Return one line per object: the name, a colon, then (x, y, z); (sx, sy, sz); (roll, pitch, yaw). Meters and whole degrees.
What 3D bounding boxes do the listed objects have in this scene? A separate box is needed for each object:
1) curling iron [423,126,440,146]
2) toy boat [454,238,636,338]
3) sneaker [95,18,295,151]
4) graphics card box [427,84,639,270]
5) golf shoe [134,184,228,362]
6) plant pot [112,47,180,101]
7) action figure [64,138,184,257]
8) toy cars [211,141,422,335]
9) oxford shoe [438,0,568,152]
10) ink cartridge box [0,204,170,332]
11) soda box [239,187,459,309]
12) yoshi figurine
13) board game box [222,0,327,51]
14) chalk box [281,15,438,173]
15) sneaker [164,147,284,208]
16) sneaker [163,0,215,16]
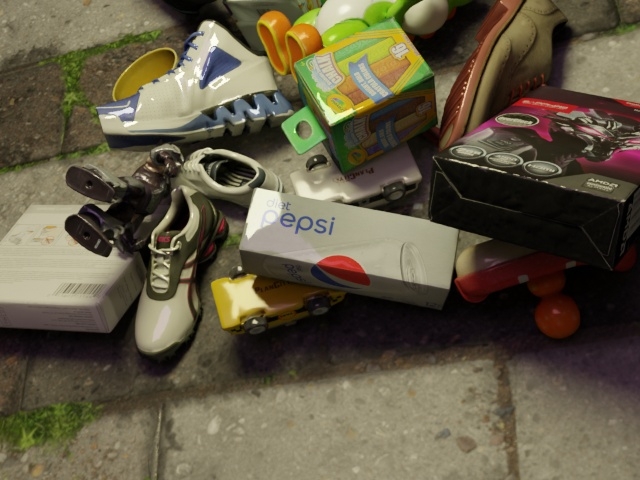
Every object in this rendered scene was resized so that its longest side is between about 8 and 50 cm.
curling iron: (0.188, -0.153, 1.384); (0.035, 0.068, 0.274); (-40, 58, -2)
toy boat: (0.298, 0.054, 1.192); (0.231, 0.151, 0.151); (-19, 86, 11)
sneaker: (-0.211, -0.255, 1.486); (0.315, 0.127, 0.182); (-11, 84, -14)
graphics card box: (0.319, -0.097, 1.158); (0.232, 0.094, 0.371); (18, 32, 29)
golf shoe: (-0.234, 0.047, 1.396); (0.105, 0.120, 0.273); (4, 64, 22)
plant pot: (-0.279, -0.255, 1.595); (0.134, 0.095, 0.134); (-20, 44, 21)
action figure: (-0.283, -0.060, 1.369); (0.099, 0.285, 0.185); (22, 105, 9)
toy cars: (0.000, 0.000, 1.356); (0.176, 0.087, 0.394); (28, 70, 19)
oxford shoe: (0.280, -0.249, 1.354); (0.130, 0.123, 0.348); (29, 65, -3)
ink cartridge box: (-0.417, 0.039, 1.504); (0.296, 0.066, 0.261); (1, 36, 21)
soda box: (0.039, 0.013, 1.243); (0.286, 0.091, 0.098); (11, 68, 4)
yoshi figurine: (0.087, -0.388, 1.423); (0.362, 0.203, 0.204); (-28, 83, -17)
board game box: (-0.045, -0.483, 1.618); (0.144, 0.142, 0.275); (5, 63, 25)
chalk box: (0.046, -0.201, 1.327); (0.213, 0.132, 0.132); (-27, 62, -6)
sneaker: (-0.179, -0.116, 1.484); (0.258, 0.091, 0.094); (11, 66, 27)
sneaker: (-0.228, -0.473, 1.640); (0.125, 0.140, 0.341); (-42, 37, -4)
